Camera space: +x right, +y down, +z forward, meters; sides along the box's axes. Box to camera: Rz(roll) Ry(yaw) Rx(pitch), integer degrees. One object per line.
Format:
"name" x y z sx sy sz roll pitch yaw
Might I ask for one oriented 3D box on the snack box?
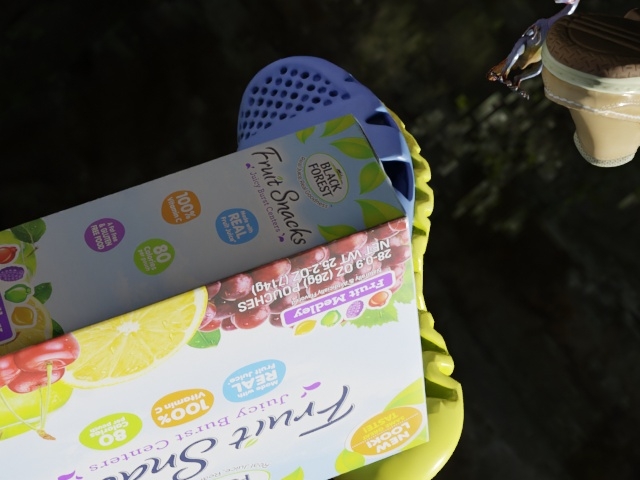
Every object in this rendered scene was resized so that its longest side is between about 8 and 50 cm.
"snack box" -0.062 0.054 0.710 0.207 0.174 0.070 -18 -128 -8

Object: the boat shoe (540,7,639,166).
"boat shoe" 0.149 -0.068 0.796 0.190 0.068 0.072 -15 131 -60

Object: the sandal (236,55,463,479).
"sandal" 0.000 0.000 1.026 0.126 0.138 0.317 -31 -130 21

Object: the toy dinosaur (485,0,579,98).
"toy dinosaur" 0.153 -0.147 1.165 0.082 0.047 0.090 -60 -146 3
